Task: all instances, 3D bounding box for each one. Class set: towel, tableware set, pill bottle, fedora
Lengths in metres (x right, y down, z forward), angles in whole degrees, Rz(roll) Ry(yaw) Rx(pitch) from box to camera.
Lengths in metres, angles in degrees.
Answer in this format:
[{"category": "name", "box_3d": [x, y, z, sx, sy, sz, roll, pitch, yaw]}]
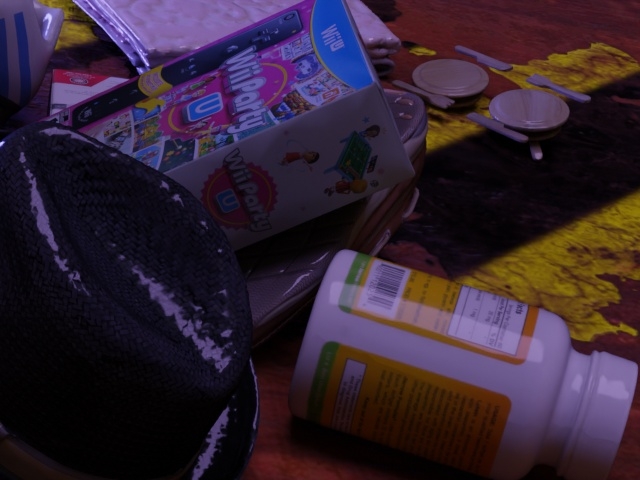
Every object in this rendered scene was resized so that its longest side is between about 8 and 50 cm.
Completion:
[{"category": "towel", "box_3d": [-0.118, -0.271, 2.050, 0.331, 0.053, 0.317, -5, 34, -31]}, {"category": "tableware set", "box_3d": [0.186, -0.150, 1.986, 0.194, 0.039, 0.128, 27, 42, 34]}, {"category": "pill bottle", "box_3d": [0.110, 0.105, 1.377, 0.245, 0.136, 0.136, 17, 28, 6]}, {"category": "fedora", "box_3d": [-0.156, 0.036, 1.229, 0.334, 0.152, 0.334, 20, 50, -26]}]

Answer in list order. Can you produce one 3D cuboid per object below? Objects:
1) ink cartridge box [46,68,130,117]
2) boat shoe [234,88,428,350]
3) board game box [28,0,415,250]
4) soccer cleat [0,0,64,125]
[{"category": "ink cartridge box", "box_3d": [-0.201, -0.096, 1.678, 0.109, 0.063, 0.150, 8, 29, -11]}, {"category": "boat shoe", "box_3d": [0.000, 0.000, 1.534, 0.123, 0.116, 0.324, 19, 49, 30]}, {"category": "board game box", "box_3d": [-0.092, -0.076, 1.489, 0.303, 0.098, 0.224, -23, 28, 4]}, {"category": "soccer cleat", "box_3d": [-0.338, -0.219, 1.616, 0.116, 0.143, 0.331, 27, -5, 21]}]
